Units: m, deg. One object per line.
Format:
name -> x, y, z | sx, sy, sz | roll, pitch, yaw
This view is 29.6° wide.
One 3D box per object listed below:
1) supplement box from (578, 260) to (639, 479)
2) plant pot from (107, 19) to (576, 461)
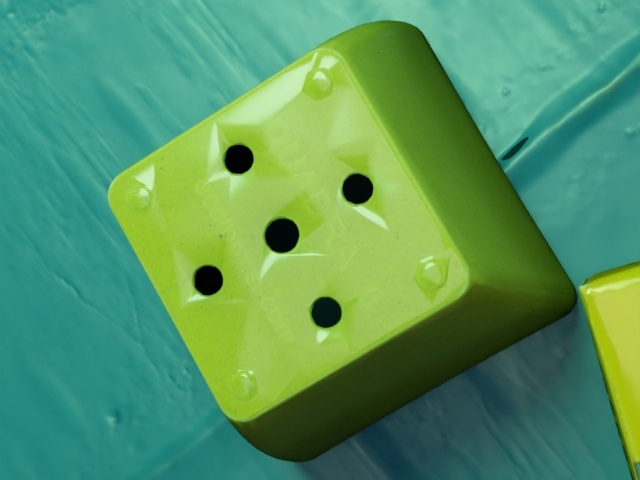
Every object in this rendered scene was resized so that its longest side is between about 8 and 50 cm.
supplement box -> 0.329, 0.064, 0.607 | 0.356, 0.195, 0.194 | -17, 85, 12
plant pot -> 0.000, 0.000, 0.688 | 0.212, 0.187, 0.212 | -31, 82, 11
